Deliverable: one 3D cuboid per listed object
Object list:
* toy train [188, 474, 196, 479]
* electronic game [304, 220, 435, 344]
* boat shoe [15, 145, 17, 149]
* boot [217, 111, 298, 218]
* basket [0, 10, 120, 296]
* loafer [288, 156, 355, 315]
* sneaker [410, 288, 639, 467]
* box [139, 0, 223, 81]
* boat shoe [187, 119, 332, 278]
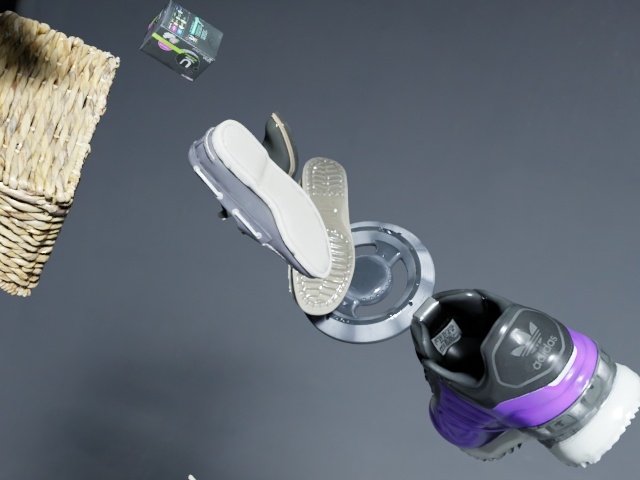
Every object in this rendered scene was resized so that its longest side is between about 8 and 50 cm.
[{"bbox_3d":[-0.070,0.346,0.983,0.248,0.143,0.105,22,-4,38],"label":"toy train"},{"bbox_3d":[0.075,0.067,1.687,0.229,0.229,0.048,18,-27,22],"label":"electronic game"},{"bbox_3d":[-0.627,-0.188,1.618,0.306,0.105,0.113,3,7,-9],"label":"boat shoe"},{"bbox_3d":[-0.112,-0.117,1.734,0.137,0.198,0.077,-19,48,-17],"label":"boot"},{"bbox_3d":[-0.413,-0.116,1.322,0.213,0.223,0.299,21,45,-15],"label":"basket"},{"bbox_3d":[0.000,0.000,1.654,0.101,0.269,0.092,9,-24,-9],"label":"loafer"},{"bbox_3d":[0.130,0.098,0.826,0.146,0.102,0.293,37,-17,-5],"label":"sneaker"},{"bbox_3d":[-0.181,-0.260,1.334,0.083,0.052,0.062,29,-38,-24],"label":"box"},{"bbox_3d":[-0.062,-0.036,1.091,0.065,0.206,0.075,-21,29,34],"label":"boat shoe"}]
